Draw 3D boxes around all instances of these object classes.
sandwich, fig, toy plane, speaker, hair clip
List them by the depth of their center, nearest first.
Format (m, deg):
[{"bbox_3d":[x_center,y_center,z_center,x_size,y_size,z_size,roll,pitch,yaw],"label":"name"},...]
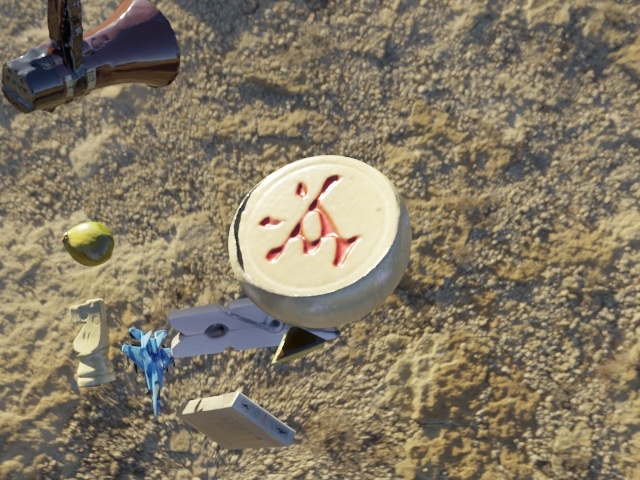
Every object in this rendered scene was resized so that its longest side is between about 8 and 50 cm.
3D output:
[{"bbox_3d":[-0.036,0.145,0.868,0.083,0.031,0.044,-16,70,-28],"label":"sandwich"},{"bbox_3d":[-0.430,-0.372,1.175,0.198,0.259,0.329,53,40,-4],"label":"speaker"},{"bbox_3d":[-0.127,0.159,1.185,0.331,0.085,0.101,-7,103,-11],"label":"hair clip"},{"bbox_3d":[-0.455,0.354,1.637,0.169,0.078,0.246,12,62,-43],"label":"toy plane"},{"bbox_3d":[-0.706,0.012,1.858,0.153,0.120,0.135,-4,70,7],"label":"fig"}]

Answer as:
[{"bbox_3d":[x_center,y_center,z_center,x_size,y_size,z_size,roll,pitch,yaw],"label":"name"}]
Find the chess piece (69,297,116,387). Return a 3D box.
[{"bbox_3d":[-0.540,0.241,1.438,0.090,0.090,0.200,-7,87,-13],"label":"chess piece"}]

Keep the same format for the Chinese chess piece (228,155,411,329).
[{"bbox_3d":[0.000,0.000,0.831,0.250,0.103,0.249,-8,55,11],"label":"Chinese chess piece"}]

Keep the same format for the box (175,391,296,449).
[{"bbox_3d":[-0.245,0.508,1.686,0.205,0.365,0.051,41,55,-17],"label":"box"}]
